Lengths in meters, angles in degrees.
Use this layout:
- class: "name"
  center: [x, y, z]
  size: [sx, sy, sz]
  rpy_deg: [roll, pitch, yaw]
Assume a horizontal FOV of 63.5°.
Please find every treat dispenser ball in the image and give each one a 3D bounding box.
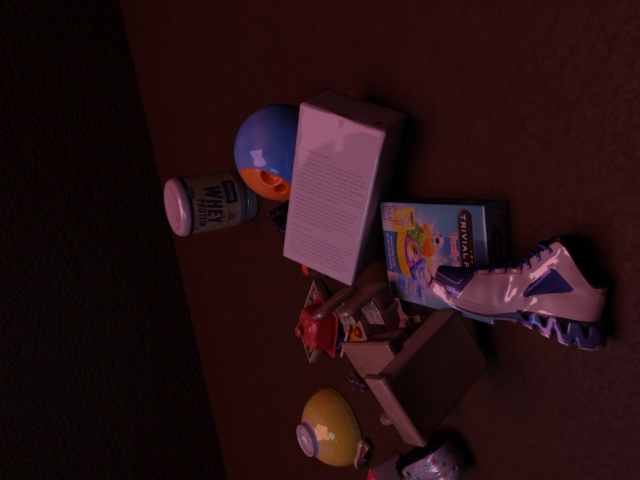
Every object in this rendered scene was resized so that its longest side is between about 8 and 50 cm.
- class: "treat dispenser ball"
  center: [-0.112, -0.260, 1.541]
  size: [0.288, 0.288, 0.288]
  rpy_deg: [31, 127, 51]

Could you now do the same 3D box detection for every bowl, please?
- class: "bowl"
  center: [0.008, 0.694, 1.872]
  size: [0.289, 0.156, 0.290]
  rpy_deg: [32, 129, 50]

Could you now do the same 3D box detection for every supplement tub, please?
- class: "supplement tub"
  center: [-0.444, -0.157, 2.100]
  size: [0.235, 0.324, 0.236]
  rpy_deg: [31, 128, 51]

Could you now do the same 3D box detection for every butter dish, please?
- class: "butter dish"
  center: [-0.024, 0.278, 1.640]
  size: [0.160, 0.118, 0.160]
  rpy_deg: [41, 132, 54]

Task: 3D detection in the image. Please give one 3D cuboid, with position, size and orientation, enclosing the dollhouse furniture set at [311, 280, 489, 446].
- class: "dollhouse furniture set"
  center: [0.160, 0.315, 1.256]
  size: [0.362, 0.256, 0.394]
  rpy_deg: [58, 150, -7]

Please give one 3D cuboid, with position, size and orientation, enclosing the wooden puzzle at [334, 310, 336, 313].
- class: "wooden puzzle"
  center: [0.046, 0.261, 1.772]
  size: [0.083, 0.006, 0.049]
  rpy_deg: [40, 135, 44]

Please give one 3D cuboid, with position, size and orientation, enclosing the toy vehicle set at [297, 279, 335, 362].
- class: "toy vehicle set"
  center: [-0.016, 0.288, 1.824]
  size: [0.267, 0.035, 0.166]
  rpy_deg: [108, 150, -42]

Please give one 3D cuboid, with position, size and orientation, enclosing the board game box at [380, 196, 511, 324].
- class: "board game box"
  center: [0.283, 0.031, 1.210]
  size: [0.336, 0.079, 0.254]
  rpy_deg: [9, 110, 58]

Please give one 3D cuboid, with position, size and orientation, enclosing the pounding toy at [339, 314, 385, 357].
- class: "pounding toy"
  center: [0.108, 0.268, 1.579]
  size: [0.141, 0.100, 0.130]
  rpy_deg: [-44, 64, 56]

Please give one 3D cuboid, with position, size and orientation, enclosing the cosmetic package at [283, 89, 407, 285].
- class: "cosmetic package"
  center: [0.054, -0.133, 1.365]
  size: [0.230, 0.161, 0.453]
  rpy_deg: [24, 127, 19]

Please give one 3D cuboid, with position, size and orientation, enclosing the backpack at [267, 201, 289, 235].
- class: "backpack"
  center: [-0.106, -0.084, 1.796]
  size: [0.114, 0.084, 0.105]
  rpy_deg: [-39, 64, 13]

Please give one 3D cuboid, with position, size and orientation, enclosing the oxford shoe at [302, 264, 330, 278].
- class: "oxford shoe"
  center: [0.000, 0.000, 1.681]
  size: [0.098, 0.097, 0.272]
  rpy_deg: [18, 123, 33]

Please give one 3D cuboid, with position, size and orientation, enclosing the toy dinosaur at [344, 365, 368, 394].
- class: "toy dinosaur"
  center: [0.121, 0.466, 1.704]
  size: [0.082, 0.047, 0.090]
  rpy_deg: [-2, 90, 41]

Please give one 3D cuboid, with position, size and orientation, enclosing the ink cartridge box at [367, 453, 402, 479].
- class: "ink cartridge box"
  center: [0.241, 0.848, 1.570]
  size: [0.226, 0.131, 0.306]
  rpy_deg: [39, 135, 45]

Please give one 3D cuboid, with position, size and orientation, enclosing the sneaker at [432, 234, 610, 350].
- class: "sneaker"
  center: [0.386, 0.066, 0.971]
  size: [0.315, 0.127, 0.182]
  rpy_deg: [16, 102, 22]

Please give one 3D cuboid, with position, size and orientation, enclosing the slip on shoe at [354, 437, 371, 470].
- class: "slip on shoe"
  center: [0.149, 0.736, 1.763]
  size: [0.041, 0.051, 0.135]
  rpy_deg: [26, 119, 39]

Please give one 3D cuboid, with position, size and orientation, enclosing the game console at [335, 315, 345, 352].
- class: "game console"
  center: [0.070, 0.303, 1.686]
  size: [0.071, 0.107, 0.122]
  rpy_deg: [39, 154, -15]

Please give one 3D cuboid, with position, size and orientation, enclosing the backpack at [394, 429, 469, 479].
- class: "backpack"
  center: [0.302, 0.584, 1.369]
  size: [0.115, 0.152, 0.182]
  rpy_deg: [50, 141, 11]

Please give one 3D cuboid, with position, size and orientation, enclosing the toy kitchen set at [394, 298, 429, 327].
- class: "toy kitchen set"
  center: [0.230, 0.186, 1.374]
  size: [0.083, 0.068, 0.075]
  rpy_deg: [-22, 83, 59]
